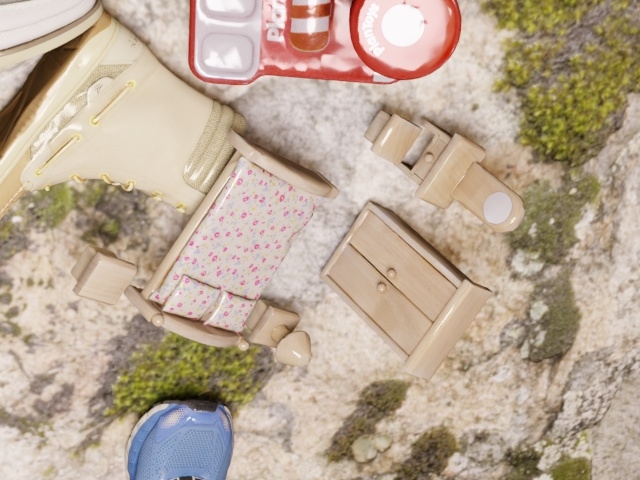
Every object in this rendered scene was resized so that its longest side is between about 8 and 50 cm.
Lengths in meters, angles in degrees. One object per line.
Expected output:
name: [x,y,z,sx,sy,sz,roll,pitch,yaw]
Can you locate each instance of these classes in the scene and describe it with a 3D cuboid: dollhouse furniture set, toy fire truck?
dollhouse furniture set: [0.000,0.000,1.146,0.355,0.174,0.303,20,108,-49]
toy fire truck: [0.002,-0.284,1.085,0.253,0.169,0.302,3,115,-1]

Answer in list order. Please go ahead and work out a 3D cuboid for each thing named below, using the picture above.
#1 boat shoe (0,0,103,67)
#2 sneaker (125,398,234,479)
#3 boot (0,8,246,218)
boat shoe: [-0.340,-0.205,1.012,0.302,0.113,0.103,-13,125,-13]
sneaker: [-0.160,0.327,1.334,0.129,0.147,0.330,5,113,-23]
boot: [-0.216,-0.067,1.145,0.203,0.095,0.262,34,98,-32]
